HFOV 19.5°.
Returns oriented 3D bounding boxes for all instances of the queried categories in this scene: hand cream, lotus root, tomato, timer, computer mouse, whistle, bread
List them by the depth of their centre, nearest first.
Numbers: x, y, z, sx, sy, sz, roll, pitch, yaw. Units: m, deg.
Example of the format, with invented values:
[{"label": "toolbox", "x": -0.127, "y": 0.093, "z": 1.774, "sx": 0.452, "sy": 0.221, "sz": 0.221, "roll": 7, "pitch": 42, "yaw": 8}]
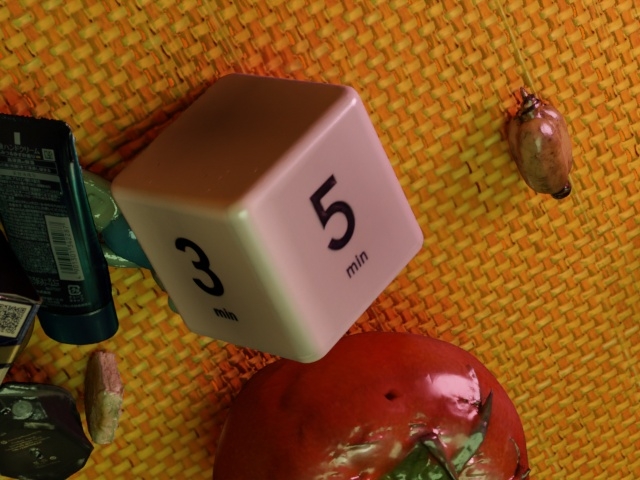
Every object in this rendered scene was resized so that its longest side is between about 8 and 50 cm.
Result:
[{"label": "timer", "x": -0.049, "y": -0.025, "z": 1.789, "sx": 0.194, "sy": 0.192, "sz": 0.195, "roll": -46, "pitch": 127, "yaw": -29}, {"label": "hand cream", "x": -0.265, "y": -0.013, "z": 1.809, "sx": 0.061, "sy": 0.120, "sz": 0.270, "roll": -58, "pitch": 148, "yaw": -41}, {"label": "whistle", "x": -0.170, "y": -0.001, "z": 1.873, "sx": 0.114, "sy": 0.077, "sz": 0.235, "roll": -40, "pitch": 129, "yaw": 18}, {"label": "computer mouse", "x": -0.299, "y": 0.188, "z": 1.929, "sx": 0.105, "sy": 0.062, "sz": 0.192, "roll": -15, "pitch": 143, "yaw": 7}, {"label": "bread", "x": -0.228, "y": 0.168, "z": 1.964, "sx": 0.035, "sy": 0.070, "sz": 0.083, "roll": 3, "pitch": 123, "yaw": -20}, {"label": "lotus root", "x": 0.235, "y": -0.103, "z": 2.006, "sx": 0.072, "sy": 0.063, "sz": 0.152, "roll": -54, "pitch": 137, "yaw": -35}, {"label": "tomato", "x": 0.049, "y": 0.245, "z": 2.031, "sx": 0.341, "sy": 0.273, "sz": 0.341, "roll": -6, "pitch": 108, "yaw": -20}]

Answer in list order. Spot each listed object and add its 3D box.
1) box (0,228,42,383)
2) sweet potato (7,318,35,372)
[{"label": "box", "x": -0.368, "y": 0.110, "z": 1.793, "sx": 0.071, "sy": 0.168, "sz": 0.259, "roll": 12, "pitch": 116, "yaw": -37}, {"label": "sweet potato", "x": -0.352, "y": 0.128, "z": 1.888, "sx": 0.068, "sy": 0.060, "sz": 0.206, "roll": 37, "pitch": 108, "yaw": -3}]
